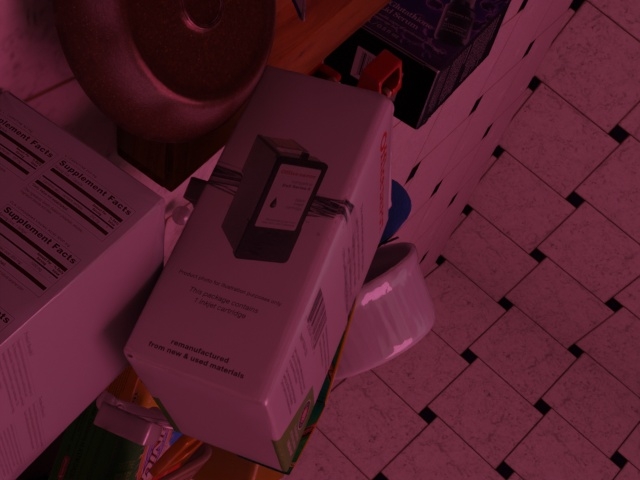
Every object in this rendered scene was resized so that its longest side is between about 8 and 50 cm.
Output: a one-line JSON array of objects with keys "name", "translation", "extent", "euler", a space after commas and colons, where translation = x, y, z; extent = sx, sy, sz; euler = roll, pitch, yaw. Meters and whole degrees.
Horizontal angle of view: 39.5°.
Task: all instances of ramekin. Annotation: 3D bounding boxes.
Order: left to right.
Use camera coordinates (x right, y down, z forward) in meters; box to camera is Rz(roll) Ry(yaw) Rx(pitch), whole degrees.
[{"name": "ramekin", "translation": [0.058, 0.121, 1.494], "extent": [0.277, 0.135, 0.277], "euler": [-25, -171, 4]}]

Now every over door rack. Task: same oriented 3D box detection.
[{"name": "over door rack", "translation": [-0.152, 0.077, 0.925], "extent": [0.324, 0.108, 0.240], "euler": [95, 15, -79]}]

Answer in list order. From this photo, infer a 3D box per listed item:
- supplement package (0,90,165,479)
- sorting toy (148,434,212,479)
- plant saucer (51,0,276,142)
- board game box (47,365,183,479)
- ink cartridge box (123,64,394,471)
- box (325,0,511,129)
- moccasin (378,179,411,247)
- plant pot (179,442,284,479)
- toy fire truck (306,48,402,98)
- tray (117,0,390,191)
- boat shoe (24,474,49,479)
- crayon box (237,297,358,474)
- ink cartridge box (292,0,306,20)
[{"name": "supplement package", "translation": [-0.232, 0.047, 0.626], "extent": [0.203, 0.149, 0.194], "euler": [-47, 165, -33]}, {"name": "sorting toy", "translation": [-0.209, 0.318, 0.968], "extent": [0.196, 0.047, 0.348], "euler": [-25, 159, -51]}, {"name": "plant saucer", "translation": [-0.092, -0.166, 0.622], "extent": [0.198, 0.036, 0.199], "euler": [-13, 108, -48]}, {"name": "board game box", "translation": [-0.243, 0.255, 1.165], "extent": [0.316, 0.064, 0.242], "euler": [55, 52, -77]}, {"name": "ink cartridge box", "translation": [-0.035, 0.026, 0.743], "extent": [0.198, 0.114, 0.273], "euler": [84, 26, -61]}, {"name": "box", "translation": [0.128, -0.268, 1.160], "extent": [0.207, 0.153, 0.108], "euler": [-48, 165, -34]}, {"name": "moccasin", "translation": [0.000, 0.000, 1.481], "extent": [0.342, 0.138, 0.117], "euler": [-29, 170, -28]}, {"name": "plant pot", "translation": [-0.146, 0.273, 1.442], "extent": [0.187, 0.212, 0.212], "euler": [-68, 166, 2]}, {"name": "toy fire truck", "translation": [0.016, -0.164, 1.044], "extent": [0.047, 0.135, 0.192], "euler": [-48, 165, -29]}, {"name": "tray", "translation": [-0.025, -0.240, 0.845], "extent": [0.411, 0.076, 0.203], "euler": [-48, 166, -34]}, {"name": "boat shoe", "translation": [-0.349, 0.330, 1.106], "extent": [0.228, 0.080, 0.076], "euler": [67, 35, -68]}, {"name": "crayon box", "translation": [-0.021, 0.151, 1.206], "extent": [0.278, 0.081, 0.165], "euler": [-70, -178, -49]}, {"name": "ink cartridge box", "translation": [-0.007, -0.302, 0.510], "extent": [0.065, 0.165, 0.333], "euler": [-17, 154, -12]}]
